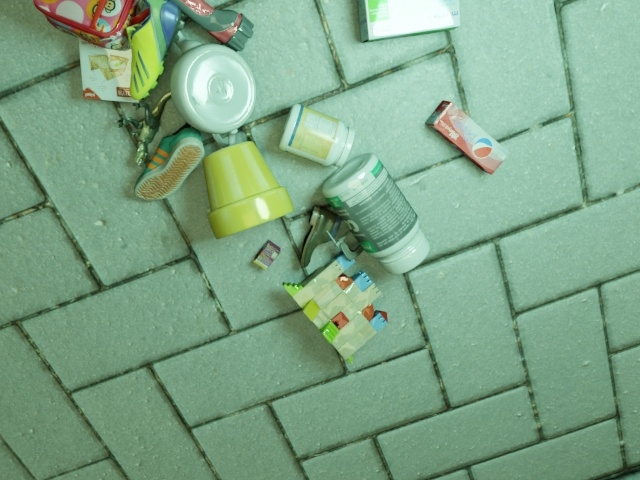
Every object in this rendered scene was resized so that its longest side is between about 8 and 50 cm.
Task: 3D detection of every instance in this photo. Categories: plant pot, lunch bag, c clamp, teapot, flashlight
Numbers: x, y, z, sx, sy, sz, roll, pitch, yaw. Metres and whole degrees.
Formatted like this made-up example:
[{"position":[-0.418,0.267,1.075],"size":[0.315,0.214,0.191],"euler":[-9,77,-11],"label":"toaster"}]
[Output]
[{"position":[-0.234,-0.157,1.377],"size":[0.253,0.254,0.239],"euler":[-19,96,3],"label":"plant pot"},{"position":[-0.556,-0.653,1.180],"size":[0.257,0.120,0.294],"euler":[20,85,-9],"label":"lunch bag"},{"position":[0.103,-0.010,1.517],"size":[0.160,0.022,0.137],"euler":[-38,105,-38],"label":"c clamp"},{"position":[-0.316,-0.420,1.299],"size":[0.252,0.187,0.256],"euler":[18,91,-38],"label":"teapot"},{"position":[-0.318,-0.625,1.202],"size":[0.304,0.103,0.103],"euler":[30,80,-40],"label":"flashlight"}]

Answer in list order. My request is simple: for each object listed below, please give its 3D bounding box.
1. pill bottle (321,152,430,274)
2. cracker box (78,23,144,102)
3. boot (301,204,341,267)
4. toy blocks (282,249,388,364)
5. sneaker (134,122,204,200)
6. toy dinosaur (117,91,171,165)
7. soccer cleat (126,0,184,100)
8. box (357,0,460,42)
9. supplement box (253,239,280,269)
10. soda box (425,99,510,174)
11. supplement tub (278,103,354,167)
[{"position":[0.184,-0.078,1.449],"size":[0.204,0.204,0.361],"euler":[-35,109,9],"label":"pill bottle"},{"position":[-0.589,-0.516,1.295],"size":[0.155,0.067,0.233],"euler":[2,111,-7],"label":"cracker box"},{"position":[0.000,0.000,1.529],"size":[0.106,0.082,0.220],"euler":[13,107,-6],"label":"boot"},{"position":[0.088,0.208,1.579],"size":[0.260,0.191,0.381],"euler":[-39,100,-4],"label":"toy blocks"},{"position":[-0.461,-0.238,1.400],"size":[0.302,0.121,0.108],"euler":[-34,140,26],"label":"sneaker"},{"position":[-0.515,-0.354,1.351],"size":[0.064,0.118,0.268],"euler":[41,105,28],"label":"toy dinosaur"},{"position":[-0.460,-0.504,1.207],"size":[0.121,0.094,0.289],"euler":[17,130,-33],"label":"soccer cleat"},{"position":[0.236,-0.689,1.269],"size":[0.261,0.127,0.231],"euler":[-9,109,-2],"label":"box"},{"position":[-0.181,0.048,1.552],"size":[0.055,0.043,0.083],"euler":[37,104,-16],"label":"supplement box"},{"position":[0.464,-0.324,1.444],"size":[0.263,0.083,0.092],"euler":[34,104,-16],"label":"soda box"},{"position":[-0.012,-0.310,1.378],"size":[0.199,0.144,0.145],"euler":[19,108,-11],"label":"supplement tub"}]
